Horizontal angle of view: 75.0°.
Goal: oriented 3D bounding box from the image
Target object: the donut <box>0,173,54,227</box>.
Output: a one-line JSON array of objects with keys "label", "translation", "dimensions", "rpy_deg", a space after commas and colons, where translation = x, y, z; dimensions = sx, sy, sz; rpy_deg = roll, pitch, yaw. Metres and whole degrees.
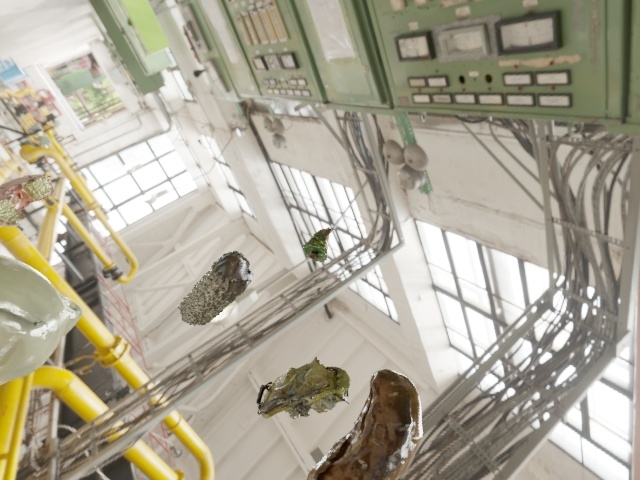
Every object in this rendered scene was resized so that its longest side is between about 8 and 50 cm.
[{"label": "donut", "translation": [-0.690, -0.089, 0.936], "dimensions": [0.117, 0.065, 0.166], "rpy_deg": [1, -143, 21]}]

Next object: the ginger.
[{"label": "ginger", "translation": [0.116, 0.439, 0.887], "dimensions": [0.321, 0.172, 0.165], "rpy_deg": [-53, 175, -19]}]

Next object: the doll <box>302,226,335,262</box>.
[{"label": "doll", "translation": [-0.009, -0.002, 1.196], "dimensions": [0.078, 0.076, 0.113], "rpy_deg": [-25, -133, 51]}]

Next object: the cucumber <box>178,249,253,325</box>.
[{"label": "cucumber", "translation": [-0.226, 0.110, 0.913], "dimensions": [0.096, 0.096, 0.359], "rpy_deg": [-48, -172, -36]}]

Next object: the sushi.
[{"label": "sushi", "translation": [-0.048, 0.449, 1.256], "dimensions": [0.290, 0.131, 0.139], "rpy_deg": [-22, -155, 16]}]

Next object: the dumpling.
[{"label": "dumpling", "translation": [-0.645, 0.168, 0.734], "dimensions": [0.233, 0.395, 0.316], "rpy_deg": [27, -104, 29]}]
